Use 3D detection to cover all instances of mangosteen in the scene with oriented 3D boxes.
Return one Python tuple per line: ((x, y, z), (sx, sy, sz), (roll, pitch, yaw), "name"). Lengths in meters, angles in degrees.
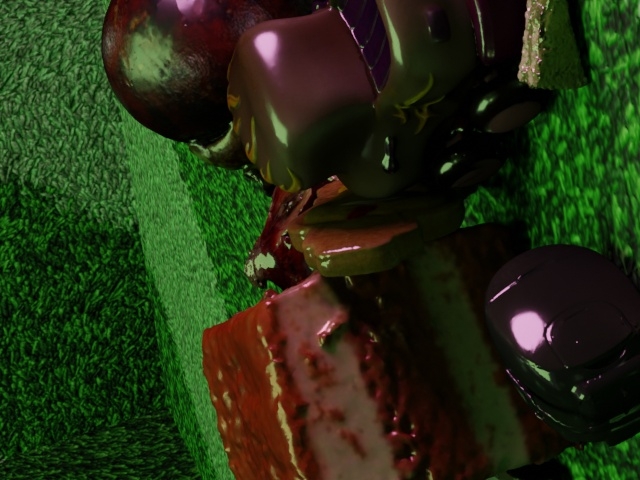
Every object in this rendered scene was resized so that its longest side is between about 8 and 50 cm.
((-0.125, -0.240, 2.317), (0.311, 0.311, 0.311), (163, 90, -76), "mangosteen")

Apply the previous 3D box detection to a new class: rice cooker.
((0.229, 0.094, 1.652), (0.118, 0.142, 0.203), (70, 173, -46), "rice cooker")

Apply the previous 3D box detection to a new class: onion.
((0.000, 0.000, 2.269), (0.272, 0.195, 0.272), (169, 90, -76), "onion")

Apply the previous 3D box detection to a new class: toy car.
((0.050, -0.182, 1.790), (0.341, 0.240, 0.271), (114, 138, -59), "toy car")

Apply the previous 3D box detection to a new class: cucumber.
((0.236, 0.250, 2.025), (0.135, 0.033, 0.034), (-179, 105, -73), "cucumber")

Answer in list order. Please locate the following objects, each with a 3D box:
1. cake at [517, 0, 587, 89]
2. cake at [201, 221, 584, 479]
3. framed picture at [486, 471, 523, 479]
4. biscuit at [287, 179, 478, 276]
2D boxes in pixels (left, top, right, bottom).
((0.194, -0.198, 1.626), (0.051, 0.055, 0.140), (-133, 31, -73), "cake")
((0.064, 0.148, 1.941), (0.270, 0.319, 0.269), (70, 160, 5), "cake")
((0.167, 0.175, 2.223), (0.296, 0.019, 0.232), (-156, 50, -71), "framed picture")
((0.062, -0.029, 1.889), (0.295, 0.186, 0.044), (-63, -39, -71), "biscuit")
